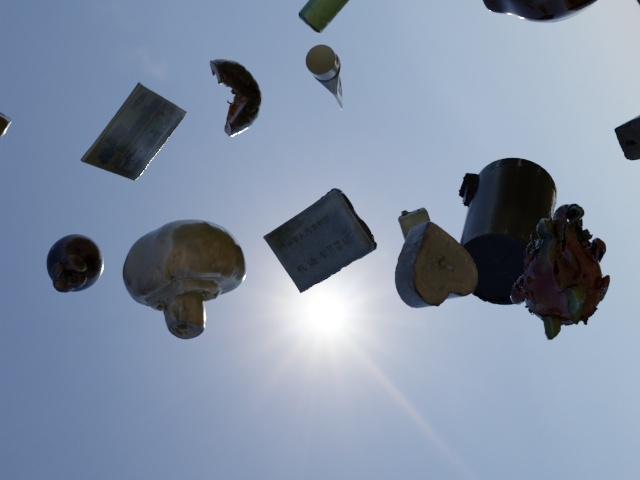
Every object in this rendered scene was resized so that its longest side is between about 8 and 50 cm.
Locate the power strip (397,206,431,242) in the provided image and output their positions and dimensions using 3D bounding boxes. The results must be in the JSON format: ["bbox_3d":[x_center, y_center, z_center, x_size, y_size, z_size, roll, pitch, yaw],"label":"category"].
[{"bbox_3d":[0.262,0.003,2.080,0.035,0.081,0.192,-108,-2,-66],"label":"power strip"}]

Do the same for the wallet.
[{"bbox_3d":[-0.001,0.001,1.778,0.167,0.222,0.036,57,-162,-4],"label":"wallet"}]

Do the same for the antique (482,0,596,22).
[{"bbox_3d":[0.446,-0.511,1.525,0.129,0.278,0.224,55,-137,-36],"label":"antique"}]

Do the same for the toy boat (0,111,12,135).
[{"bbox_3d":[-0.660,-0.243,1.487,0.077,0.057,0.200,40,-172,27],"label":"toy boat"}]

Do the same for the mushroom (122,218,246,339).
[{"bbox_3d":[-0.275,0.084,1.634,0.260,0.253,0.235,112,149,-71],"label":"mushroom"}]

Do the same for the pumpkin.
[{"bbox_3d":[-0.194,-0.349,1.898,0.119,0.107,0.184,-125,20,-63],"label":"pumpkin"}]

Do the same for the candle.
[{"bbox_3d":[0.226,0.047,1.596,0.192,0.068,0.169,-9,-98,-40],"label":"candle"}]

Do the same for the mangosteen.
[{"bbox_3d":[-0.534,0.056,1.722,0.140,0.140,0.140,42,-146,-37],"label":"mangosteen"}]

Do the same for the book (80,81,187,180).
[{"bbox_3d":[-0.329,-0.189,1.422,0.013,0.168,0.192,40,-175,14],"label":"book"}]

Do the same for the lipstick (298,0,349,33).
[{"bbox_3d":[0.071,-0.606,1.815,0.076,0.304,0.076,41,-168,-11],"label":"lipstick"}]

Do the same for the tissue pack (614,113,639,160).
[{"bbox_3d":[0.660,-0.223,1.512,0.169,0.120,0.082,-26,-90,-31],"label":"tissue pack"}]

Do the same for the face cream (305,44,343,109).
[{"bbox_3d":[0.027,-0.390,1.858,0.224,0.070,0.114,22,-119,-74],"label":"face cream"}]

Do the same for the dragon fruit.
[{"bbox_3d":[0.328,0.032,1.104,0.142,0.138,0.175,-98,-3,-63],"label":"dragon fruit"}]

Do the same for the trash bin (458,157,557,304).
[{"bbox_3d":[0.421,-0.025,1.810,0.252,0.203,0.302,19,-137,5],"label":"trash bin"}]

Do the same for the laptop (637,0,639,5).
[{"bbox_3d":[0.711,-0.591,1.757,0.180,0.016,0.129,41,-112,-30],"label":"laptop"}]
